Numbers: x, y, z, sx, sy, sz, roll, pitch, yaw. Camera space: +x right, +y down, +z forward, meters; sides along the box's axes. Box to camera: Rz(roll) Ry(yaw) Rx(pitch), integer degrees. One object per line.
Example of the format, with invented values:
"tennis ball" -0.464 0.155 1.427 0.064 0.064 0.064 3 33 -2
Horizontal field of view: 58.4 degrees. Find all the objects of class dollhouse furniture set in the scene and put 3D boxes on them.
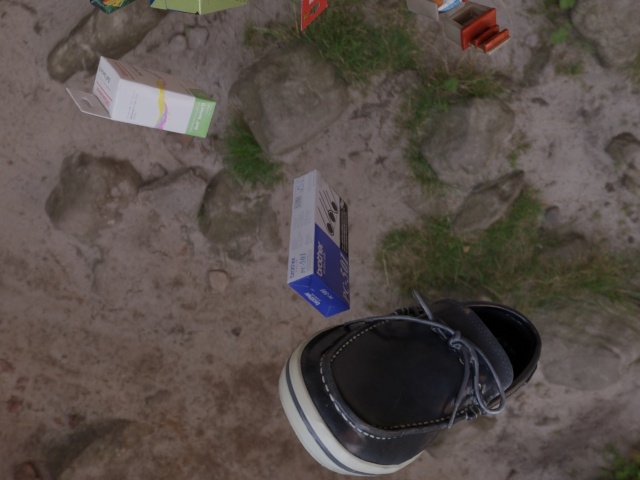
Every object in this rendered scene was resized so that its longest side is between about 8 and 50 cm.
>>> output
"dollhouse furniture set" 0.324 -0.535 1.197 0.262 0.135 0.259 -37 140 -10

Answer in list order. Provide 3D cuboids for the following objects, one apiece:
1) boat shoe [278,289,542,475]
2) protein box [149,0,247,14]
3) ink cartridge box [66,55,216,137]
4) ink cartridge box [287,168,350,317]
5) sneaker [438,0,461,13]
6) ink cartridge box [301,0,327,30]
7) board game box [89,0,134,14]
"boat shoe" 0.143 0.156 0.730 0.500 0.187 0.156 4 137 -50
"protein box" -0.270 -0.626 1.274 0.136 0.201 0.200 16 123 18
"ink cartridge box" -0.501 -0.409 1.609 0.353 0.207 0.119 4 118 -40
"ink cartridge box" 0.000 0.000 0.847 0.046 0.207 0.097 -23 133 25
"sneaker" 0.411 -0.775 1.771 0.190 0.071 0.083 -42 116 -12
"ink cartridge box" 0.008 -0.529 1.149 0.045 0.145 0.179 17 135 15
"board game box" -0.113 -0.318 0.526 0.259 0.136 0.030 -13 171 24
